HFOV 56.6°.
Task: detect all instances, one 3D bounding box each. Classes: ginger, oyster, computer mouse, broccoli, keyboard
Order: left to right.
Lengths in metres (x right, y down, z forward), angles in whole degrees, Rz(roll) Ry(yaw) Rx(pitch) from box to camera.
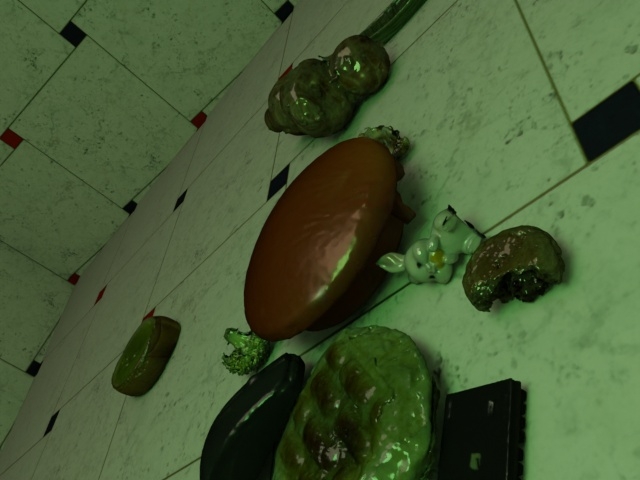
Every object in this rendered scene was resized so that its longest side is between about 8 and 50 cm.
[{"bbox_3d":[-0.115,0.279,0.879,0.269,0.086,0.137,-63,8,0],"label":"computer mouse"},{"bbox_3d":[-0.133,0.187,1.065,0.095,0.092,0.097,-58,3,-34],"label":"broccoli"},{"bbox_3d":[-0.013,-0.332,1.380,0.256,0.176,0.375,-47,18,-22],"label":"ginger"},{"bbox_3d":[0.109,-0.158,1.075,0.148,0.051,0.103,4,82,63],"label":"oyster"},{"bbox_3d":[0.139,0.280,0.530,0.106,0.027,0.316,-32,34,49],"label":"keyboard"}]

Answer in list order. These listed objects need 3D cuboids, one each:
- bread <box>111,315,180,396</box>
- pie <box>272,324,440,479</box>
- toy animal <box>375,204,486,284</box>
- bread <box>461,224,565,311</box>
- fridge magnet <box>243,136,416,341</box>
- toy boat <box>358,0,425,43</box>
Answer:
[{"bbox_3d":[-0.459,0.297,1.552,0.236,0.070,0.236,-44,27,29],"label":"bread"},{"bbox_3d":[0.031,0.235,0.713,0.306,0.071,0.306,-47,26,31],"label":"pie"},{"bbox_3d":[0.146,0.015,0.778,0.124,0.071,0.085,-51,26,12],"label":"toy animal"},{"bbox_3d":[0.213,0.029,0.652,0.113,0.060,0.082,-30,36,42],"label":"bread"},{"bbox_3d":[0.000,0.000,0.956,0.363,0.155,0.363,-43,27,29],"label":"fridge magnet"},{"bbox_3d":[0.189,-0.550,1.389,0.293,0.055,0.093,-44,29,26],"label":"toy boat"}]
